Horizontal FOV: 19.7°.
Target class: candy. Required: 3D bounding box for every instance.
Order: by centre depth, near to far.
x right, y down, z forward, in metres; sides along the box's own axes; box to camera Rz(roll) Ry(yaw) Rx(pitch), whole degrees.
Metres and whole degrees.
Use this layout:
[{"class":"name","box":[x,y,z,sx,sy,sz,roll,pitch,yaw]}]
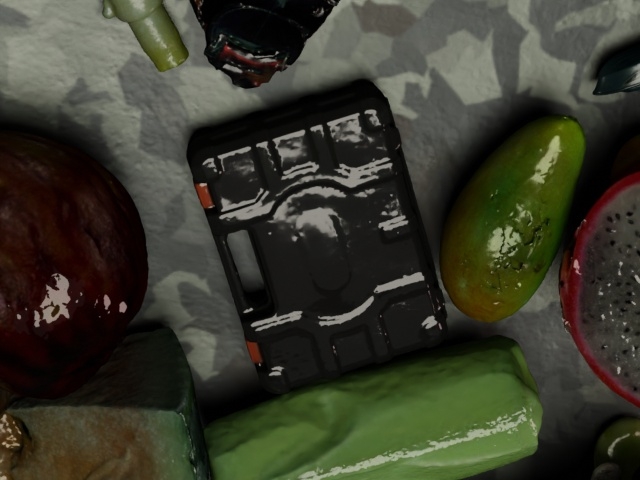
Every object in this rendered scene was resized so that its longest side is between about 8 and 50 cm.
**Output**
[{"class":"candy","box":[0.055,0.193,1.868,0.343,0.132,0.142,-16,81,-3]}]

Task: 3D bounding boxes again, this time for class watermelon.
[{"class":"watermelon","box":[-0.205,0.228,1.828,0.302,0.151,0.264,8,110,25]}]

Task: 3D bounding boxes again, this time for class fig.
[{"class":"fig","box":[-0.263,0.021,1.706,0.224,0.224,0.263,-16,109,-1]}]

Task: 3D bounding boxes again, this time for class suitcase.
[{"class":"suitcase","box":[0.000,0.000,1.819,0.206,0.066,0.285,-17,116,-1]}]

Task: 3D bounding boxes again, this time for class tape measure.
[{"class":"tape measure","box":[-0.033,-0.270,1.616,0.135,0.202,0.223,17,125,-17]}]

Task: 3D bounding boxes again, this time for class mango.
[{"class":"mango","box":[0.188,-0.024,1.805,0.111,0.125,0.233,27,118,9]}]

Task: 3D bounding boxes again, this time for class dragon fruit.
[{"class":"dragon fruit","box":[0.402,0.025,1.814,0.305,0.226,0.305,9,113,22]}]

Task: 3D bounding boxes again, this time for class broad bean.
[{"class":"broad bean","box":[0.323,0.228,1.987,0.063,0.045,0.083,16,105,-23]}]

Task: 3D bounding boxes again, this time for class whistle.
[{"class":"whistle","box":[-0.180,-0.239,1.686,0.104,0.057,0.198,-26,114,4]}]

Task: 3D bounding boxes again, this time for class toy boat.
[{"class":"toy boat","box":[0.329,-0.172,1.796,0.141,0.055,0.060,-23,109,1]}]

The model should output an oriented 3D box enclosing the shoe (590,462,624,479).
[{"class":"shoe","box":[0.351,0.321,1.943,0.198,0.351,0.172,-5,80,32]}]
